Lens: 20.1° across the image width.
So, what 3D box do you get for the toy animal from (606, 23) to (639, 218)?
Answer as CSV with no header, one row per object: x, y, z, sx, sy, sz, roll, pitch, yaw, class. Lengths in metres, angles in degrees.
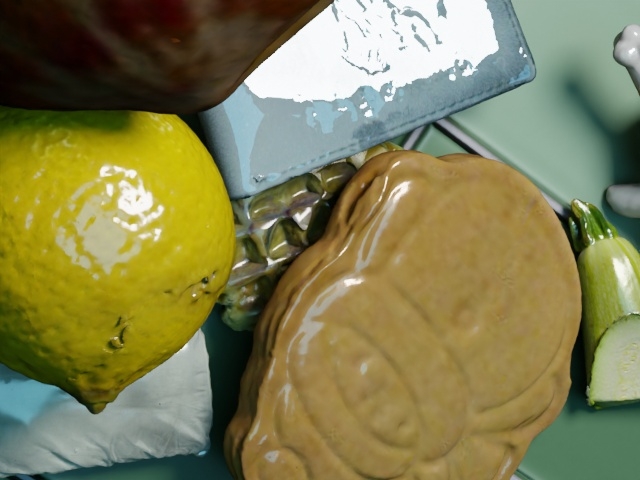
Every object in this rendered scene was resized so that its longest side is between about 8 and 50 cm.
0.332,-0.072,1.579,0.140,0.138,0.282,-30,99,-20,toy animal

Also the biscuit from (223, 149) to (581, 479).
0.083,0.101,1.521,0.312,0.057,0.351,42,82,-33,biscuit

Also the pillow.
-0.200,0.125,1.469,0.229,0.051,0.128,-4,96,-16,pillow

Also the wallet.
0.009,-0.193,1.463,0.290,0.054,0.251,-22,95,-18,wallet

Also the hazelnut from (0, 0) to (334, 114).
-0.146,-0.299,1.214,0.429,0.402,0.402,-22,107,15,hazelnut

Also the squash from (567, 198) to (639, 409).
0.261,0.058,1.601,0.090,0.075,0.200,-13,103,19,squash

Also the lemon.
-0.187,-0.014,1.358,0.228,0.228,0.253,-35,105,-10,lemon

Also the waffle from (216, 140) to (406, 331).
0.001,0.001,1.514,0.223,0.054,0.204,24,91,-23,waffle
